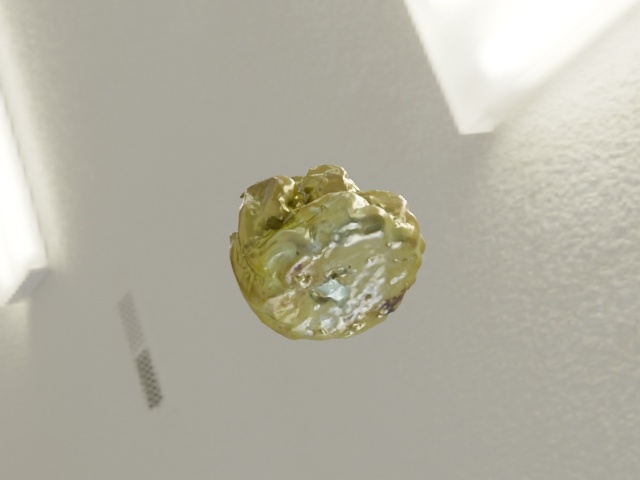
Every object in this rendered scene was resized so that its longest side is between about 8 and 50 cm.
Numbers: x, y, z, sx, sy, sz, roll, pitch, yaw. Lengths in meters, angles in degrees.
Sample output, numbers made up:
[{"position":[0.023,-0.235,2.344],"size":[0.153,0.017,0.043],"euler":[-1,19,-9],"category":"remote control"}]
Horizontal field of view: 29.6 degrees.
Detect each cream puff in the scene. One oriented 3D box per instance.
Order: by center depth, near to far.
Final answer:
[{"position":[0.002,0.000,2.097],"size":[0.291,0.324,0.257],"euler":[70,-5,-52],"category":"cream puff"}]
